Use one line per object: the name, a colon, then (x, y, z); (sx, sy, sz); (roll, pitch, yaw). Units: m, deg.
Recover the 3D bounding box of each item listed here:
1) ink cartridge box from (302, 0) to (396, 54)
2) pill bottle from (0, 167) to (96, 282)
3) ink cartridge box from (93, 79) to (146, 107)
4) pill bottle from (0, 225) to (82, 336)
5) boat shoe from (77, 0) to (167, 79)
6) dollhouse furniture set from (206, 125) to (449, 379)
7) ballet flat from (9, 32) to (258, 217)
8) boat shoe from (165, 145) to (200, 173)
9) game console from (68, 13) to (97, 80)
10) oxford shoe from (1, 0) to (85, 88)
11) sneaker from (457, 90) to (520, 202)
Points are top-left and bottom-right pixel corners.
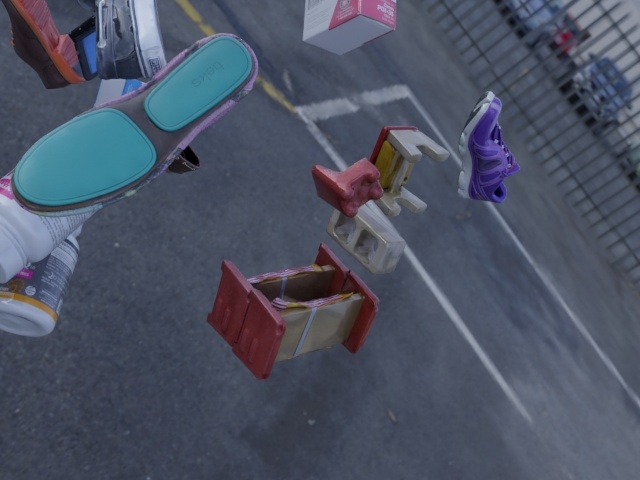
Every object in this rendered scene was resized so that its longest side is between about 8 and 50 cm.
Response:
ink cartridge box: (0.070, -0.597, 1.888); (0.117, 0.207, 0.283); (11, 76, -37)
pill bottle: (-0.532, -0.061, 1.546); (0.160, 0.160, 0.283); (48, 55, -12)
ink cartridge box: (-0.407, -0.281, 1.829); (0.082, 0.140, 0.190); (19, 5, 29)
pill bottle: (-0.617, 0.054, 1.790); (0.162, 0.162, 0.278); (35, 52, -38)
boat shoe: (-0.270, -0.335, 1.077); (0.108, 0.102, 0.301); (95, -17, -67)
dollhouse furniture set: (0.000, 0.000, 1.175); (0.201, 0.374, 0.152); (-7, 39, -41)
ballet flat: (-0.142, -0.084, 0.661); (0.077, 0.221, 0.079); (49, -18, 1)
boat shoe: (-0.297, -0.203, 1.617); (0.207, 0.073, 0.073); (60, 35, -59)
game console: (-0.290, -0.298, 1.186); (0.122, 0.107, 0.071); (-48, 114, -37)
oxford shoe: (-0.555, -0.399, 1.555); (0.097, 0.098, 0.271); (-84, 152, -52)
sneaker: (0.211, -0.111, 1.009); (0.068, 0.071, 0.170); (-59, 155, -29)
